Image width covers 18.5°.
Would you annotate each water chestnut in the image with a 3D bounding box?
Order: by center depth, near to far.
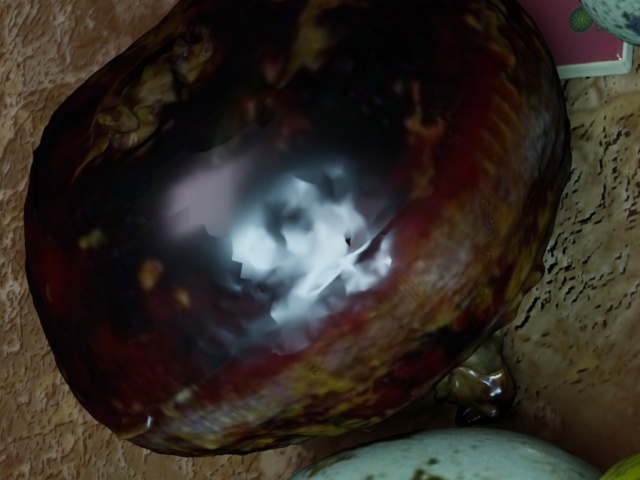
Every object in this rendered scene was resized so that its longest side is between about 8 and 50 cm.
[{"bbox_3d":[0.000,0.000,1.127,0.350,0.302,0.350,-39,22,20],"label":"water chestnut"}]

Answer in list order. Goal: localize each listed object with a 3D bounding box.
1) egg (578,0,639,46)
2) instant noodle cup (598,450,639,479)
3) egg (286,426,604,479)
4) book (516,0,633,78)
[{"bbox_3d":[0.211,-0.187,1.098,0.132,0.132,0.172,37,91,37],"label":"egg"},{"bbox_3d":[0.267,0.179,0.877,0.221,0.311,0.311,-25,63,41],"label":"instant noodle cup"},{"bbox_3d":[0.074,0.183,1.064,0.231,0.169,0.169,10,83,15],"label":"egg"},{"bbox_3d":[0.099,-0.176,1.247,0.232,0.022,0.162,-3,74,36],"label":"book"}]
